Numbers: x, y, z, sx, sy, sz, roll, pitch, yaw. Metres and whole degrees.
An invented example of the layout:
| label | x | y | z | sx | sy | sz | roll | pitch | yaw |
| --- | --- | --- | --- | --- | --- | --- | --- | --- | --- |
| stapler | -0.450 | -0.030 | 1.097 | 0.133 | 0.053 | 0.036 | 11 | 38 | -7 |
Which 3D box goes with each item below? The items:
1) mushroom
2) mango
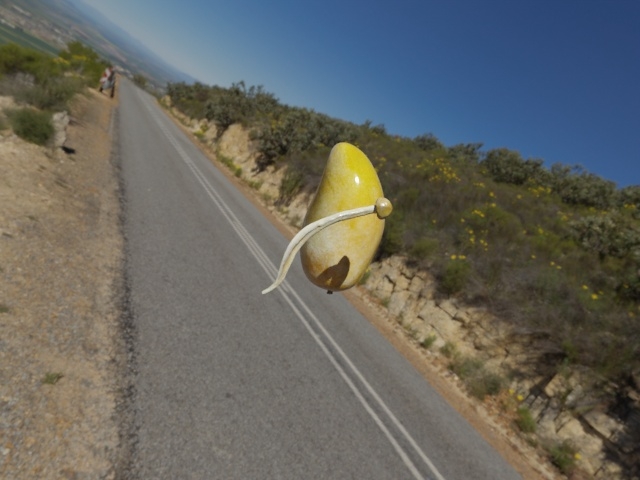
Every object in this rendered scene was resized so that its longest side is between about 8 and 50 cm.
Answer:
| label | x | y | z | sx | sy | sz | roll | pitch | yaw |
| --- | --- | --- | --- | --- | --- | --- | --- | --- | --- |
| mushroom | 0.000 | -0.001 | 0.849 | 0.068 | 0.306 | 0.043 | 60 | 3 | 16 |
| mango | 0.056 | -0.050 | 1.102 | 0.199 | 0.384 | 0.221 | 3 | 10 | -17 |
